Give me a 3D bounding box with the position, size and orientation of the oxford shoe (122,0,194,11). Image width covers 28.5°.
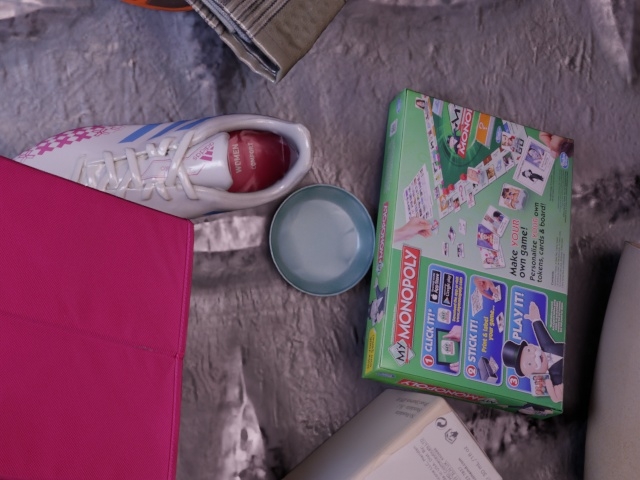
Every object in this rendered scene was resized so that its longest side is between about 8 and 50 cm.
[{"bbox_3d":[-0.270,-0.342,1.229,0.363,0.130,0.133,18,64,-24],"label":"oxford shoe"}]

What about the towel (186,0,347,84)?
[{"bbox_3d":[-0.089,-0.340,1.248,0.312,0.056,0.324,47,43,-13],"label":"towel"}]

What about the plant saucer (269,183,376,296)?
[{"bbox_3d":[0.000,0.000,1.342,0.119,0.021,0.119,1,87,-19],"label":"plant saucer"}]

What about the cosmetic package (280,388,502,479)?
[{"bbox_3d":[0.013,0.290,1.262,0.309,0.160,0.113,-38,98,-18],"label":"cosmetic package"}]

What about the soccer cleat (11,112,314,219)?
[{"bbox_3d":[-0.162,-0.069,1.226,0.331,0.143,0.116,-13,92,-19],"label":"soccer cleat"}]

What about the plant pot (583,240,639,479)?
[{"bbox_3d":[0.399,0.175,1.374,0.256,0.256,0.274,19,98,-17],"label":"plant pot"}]

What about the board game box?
[{"bbox_3d":[0.163,0.012,1.338,0.213,0.046,0.317,15,66,-17],"label":"board game box"}]

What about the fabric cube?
[{"bbox_3d":[-0.290,0.089,1.053,0.258,0.254,0.259,20,64,-41],"label":"fabric cube"}]
